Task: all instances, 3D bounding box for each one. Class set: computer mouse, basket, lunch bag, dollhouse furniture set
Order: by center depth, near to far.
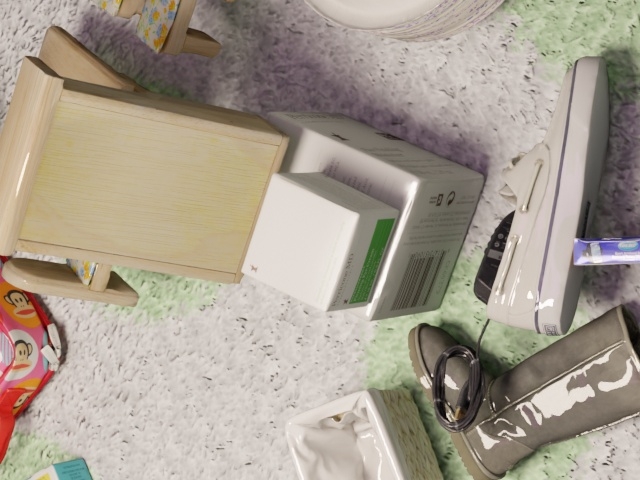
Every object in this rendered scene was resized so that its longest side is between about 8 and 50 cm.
[{"bbox_3d":[0.167,0.075,1.640,0.071,0.041,0.242,21,72,18],"label":"computer mouse"},{"bbox_3d":[-0.248,-0.116,1.721,0.394,0.256,0.362,39,113,53],"label":"dollhouse furniture set"},{"bbox_3d":[0.054,0.237,1.727,0.113,0.103,0.167,-24,80,29],"label":"basket"},{"bbox_3d":[-0.444,0.157,2.007,0.293,0.120,0.258,-47,70,23],"label":"lunch bag"}]

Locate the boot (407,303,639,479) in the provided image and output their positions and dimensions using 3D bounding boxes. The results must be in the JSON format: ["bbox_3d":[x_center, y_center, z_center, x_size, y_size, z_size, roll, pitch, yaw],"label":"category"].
[{"bbox_3d":[0.206,0.119,1.651,0.208,0.076,0.190,-37,77,29],"label":"boot"}]

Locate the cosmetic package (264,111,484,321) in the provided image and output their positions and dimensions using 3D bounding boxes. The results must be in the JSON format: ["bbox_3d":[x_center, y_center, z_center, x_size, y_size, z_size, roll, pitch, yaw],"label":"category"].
[{"bbox_3d":[0.034,-0.028,1.700,0.183,0.151,0.151,26,105,26],"label":"cosmetic package"}]

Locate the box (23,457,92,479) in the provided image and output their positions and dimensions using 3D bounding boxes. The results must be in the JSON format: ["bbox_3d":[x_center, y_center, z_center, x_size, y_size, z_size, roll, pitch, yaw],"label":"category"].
[{"bbox_3d":[-0.276,0.380,1.951,0.100,0.060,0.244,-30,77,28],"label":"box"}]

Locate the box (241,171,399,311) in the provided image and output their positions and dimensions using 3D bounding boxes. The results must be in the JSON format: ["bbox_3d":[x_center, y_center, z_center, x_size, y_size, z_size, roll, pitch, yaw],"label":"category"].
[{"bbox_3d":[0.000,0.000,1.582,0.102,0.087,0.101,25,104,27],"label":"box"}]

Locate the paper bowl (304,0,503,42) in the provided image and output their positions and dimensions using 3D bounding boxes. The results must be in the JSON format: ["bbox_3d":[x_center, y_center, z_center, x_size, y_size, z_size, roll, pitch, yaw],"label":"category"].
[{"bbox_3d":[0.069,-0.339,1.647,0.284,0.148,0.284,-2,87,39],"label":"paper bowl"}]

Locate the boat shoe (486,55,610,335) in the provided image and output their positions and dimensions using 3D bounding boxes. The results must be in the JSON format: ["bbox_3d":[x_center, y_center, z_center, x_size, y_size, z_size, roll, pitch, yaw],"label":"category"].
[{"bbox_3d":[0.212,-0.046,1.604,0.088,0.096,0.267,8,86,20],"label":"boat shoe"}]

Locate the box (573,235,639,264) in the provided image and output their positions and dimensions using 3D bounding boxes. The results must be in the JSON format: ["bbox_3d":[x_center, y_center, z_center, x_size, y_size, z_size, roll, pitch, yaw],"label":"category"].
[{"bbox_3d":[0.287,0.009,1.561,0.081,0.136,0.028,-2,91,31],"label":"box"}]
